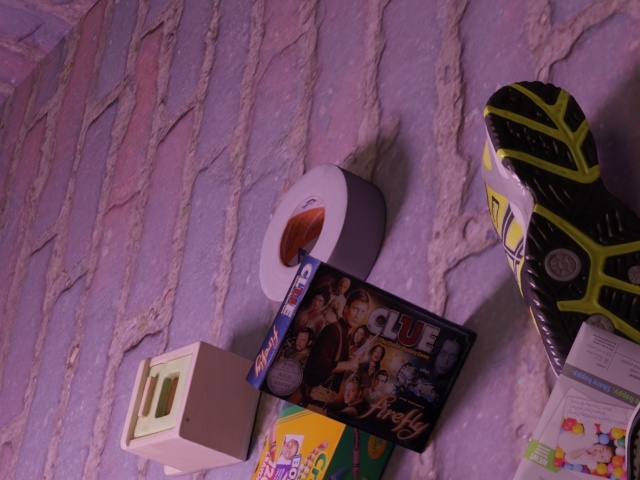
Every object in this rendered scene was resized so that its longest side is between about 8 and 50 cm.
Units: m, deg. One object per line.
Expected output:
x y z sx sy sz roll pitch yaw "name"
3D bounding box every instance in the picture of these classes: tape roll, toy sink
0.000 0.000 1.970 0.219 0.072 0.219 -38 38 38 "tape roll"
-0.212 0.260 2.059 0.234 0.131 0.152 -22 49 53 "toy sink"

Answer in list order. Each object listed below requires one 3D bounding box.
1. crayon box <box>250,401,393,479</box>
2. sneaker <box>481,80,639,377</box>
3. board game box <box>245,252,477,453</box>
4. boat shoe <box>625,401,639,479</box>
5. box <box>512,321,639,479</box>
-0.018 0.327 1.731 0.165 0.081 0.278 18 84 62 "crayon box"
0.271 0.007 1.480 0.147 0.145 0.384 89 174 -57 "sneaker"
0.052 0.137 1.593 0.042 0.243 0.165 26 91 61 "board game box"
0.326 0.314 1.070 0.187 0.156 0.500 -38 40 35 "boat shoe"
0.284 0.191 1.299 0.145 0.038 0.186 24 90 26 "box"
